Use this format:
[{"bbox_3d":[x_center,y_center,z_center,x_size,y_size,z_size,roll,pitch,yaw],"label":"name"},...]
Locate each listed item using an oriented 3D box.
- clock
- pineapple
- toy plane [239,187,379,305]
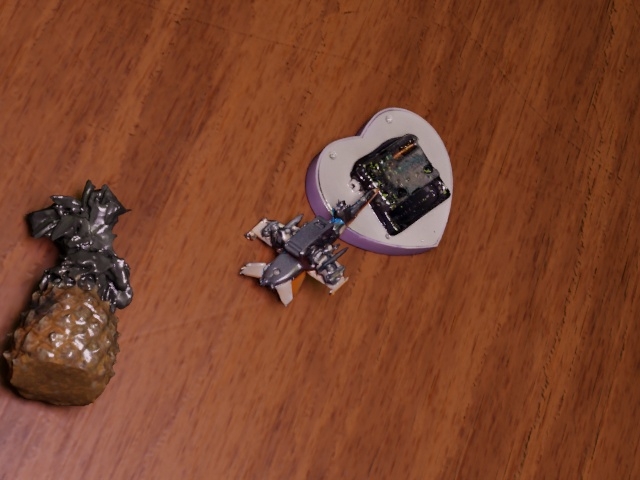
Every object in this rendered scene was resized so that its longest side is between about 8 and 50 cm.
[{"bbox_3d":[0.088,-0.063,1.739,0.198,0.064,0.172,-34,89,-33],"label":"clock"},{"bbox_3d":[-0.249,0.045,1.493,0.119,0.111,0.237,47,40,-45],"label":"pineapple"},{"bbox_3d":[-0.001,-0.006,1.642,0.135,0.062,0.188,37,75,27],"label":"toy plane"}]
